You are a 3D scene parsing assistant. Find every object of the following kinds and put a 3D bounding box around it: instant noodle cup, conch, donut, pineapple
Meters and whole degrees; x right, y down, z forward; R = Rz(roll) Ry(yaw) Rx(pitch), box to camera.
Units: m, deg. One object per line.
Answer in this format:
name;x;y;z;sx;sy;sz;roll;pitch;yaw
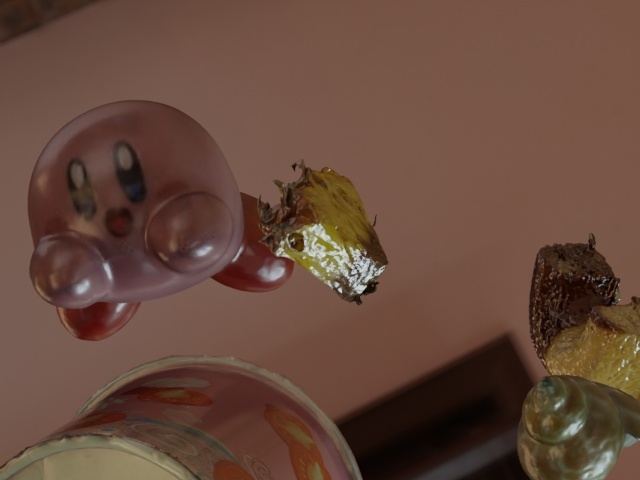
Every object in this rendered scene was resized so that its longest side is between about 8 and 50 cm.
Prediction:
instant noodle cup;-0.109;0.202;1.281;0.243;0.243;0.231;63;13;5
conch;0.233;0.173;1.797;0.116;0.173;0.106;-28;-102;41
donut;0.287;0.096;2.119;0.217;0.085;0.141;-131;-131;-58
pineapple;0.000;0.000;1.540;0.116;0.069;0.137;46;20;1

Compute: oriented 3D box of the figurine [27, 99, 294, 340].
figurine;-0.193;-0.035;2.062;0.261;0.270;0.211;41;33;-75
